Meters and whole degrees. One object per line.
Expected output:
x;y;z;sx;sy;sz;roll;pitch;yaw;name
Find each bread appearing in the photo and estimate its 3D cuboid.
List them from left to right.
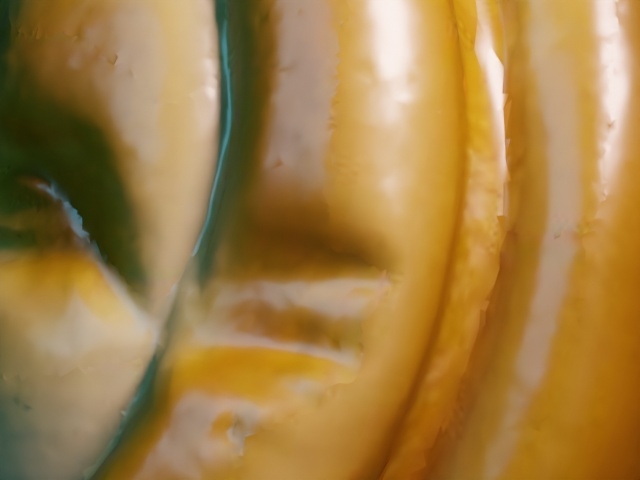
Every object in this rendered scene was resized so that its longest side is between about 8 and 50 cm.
-0.024;-0.003;0.713;0.329;0.245;0.424;175;105;-67;bread
